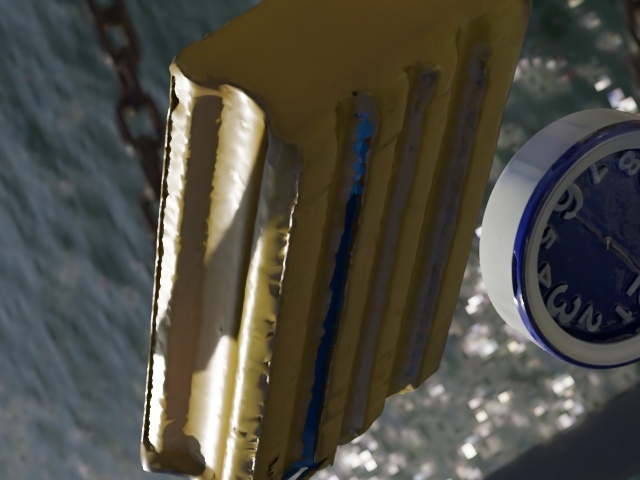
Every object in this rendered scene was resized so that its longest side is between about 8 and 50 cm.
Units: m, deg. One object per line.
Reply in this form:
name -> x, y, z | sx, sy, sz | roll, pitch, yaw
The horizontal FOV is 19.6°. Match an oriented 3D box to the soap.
soap -> 0.000, 0.001, 1.044 | 0.096, 0.204, 0.324 | 35, 139, 24

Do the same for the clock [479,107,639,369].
clock -> 0.256, -0.002, 1.674 | 0.083, 0.230, 0.230 | 29, 137, 55
